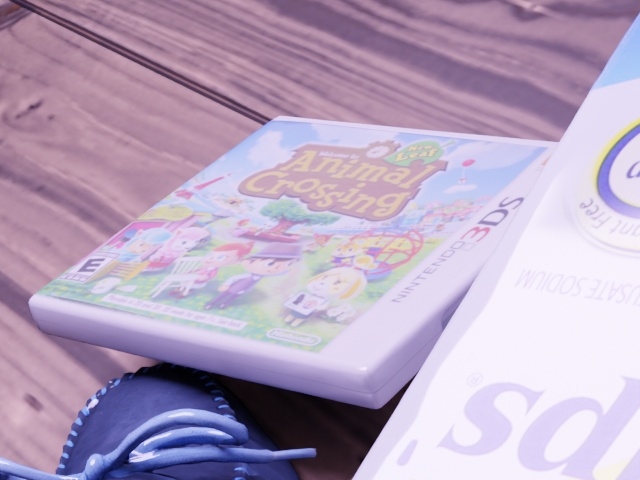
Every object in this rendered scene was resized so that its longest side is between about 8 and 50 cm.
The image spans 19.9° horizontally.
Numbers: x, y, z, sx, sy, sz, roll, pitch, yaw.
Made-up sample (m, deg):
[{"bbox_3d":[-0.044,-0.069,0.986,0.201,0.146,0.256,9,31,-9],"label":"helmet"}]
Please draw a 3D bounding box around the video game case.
[{"bbox_3d":[0.000,0.000,0.855,0.212,0.023,0.193,9,36,41],"label":"video game case"}]

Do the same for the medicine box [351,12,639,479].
[{"bbox_3d":[0.181,0.073,0.597,0.263,0.149,0.289,9,54,41],"label":"medicine box"}]

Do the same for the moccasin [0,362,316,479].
[{"bbox_3d":[-0.061,0.134,0.703,0.137,0.117,0.342,-28,28,5],"label":"moccasin"}]
